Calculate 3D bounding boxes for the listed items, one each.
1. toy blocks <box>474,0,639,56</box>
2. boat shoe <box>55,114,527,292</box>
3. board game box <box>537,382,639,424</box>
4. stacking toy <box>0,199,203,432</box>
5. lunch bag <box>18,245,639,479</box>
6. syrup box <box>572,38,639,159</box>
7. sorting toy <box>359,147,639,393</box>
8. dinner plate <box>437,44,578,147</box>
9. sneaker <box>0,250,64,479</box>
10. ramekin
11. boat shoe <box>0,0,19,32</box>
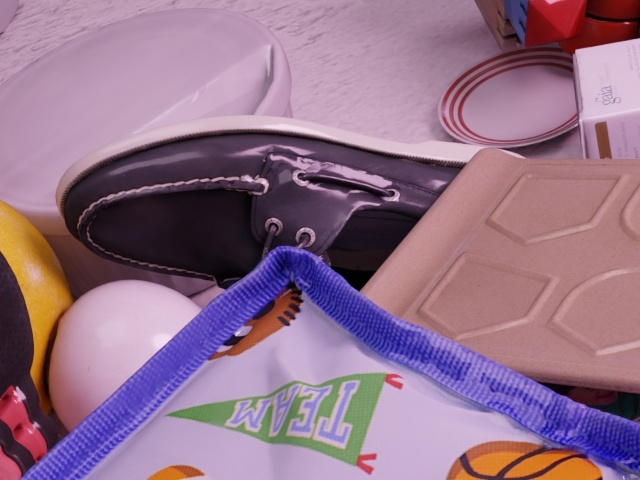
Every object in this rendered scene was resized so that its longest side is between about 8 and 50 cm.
[{"bbox_3d":[0.278,-0.226,1.068,0.382,0.190,0.260,-13,50,-6],"label":"toy blocks"},{"bbox_3d":[-0.001,0.003,0.881,0.340,0.127,0.113,5,50,-21],"label":"boat shoe"},{"bbox_3d":[0.259,0.068,0.736,0.347,0.078,0.233,-30,30,-17],"label":"board game box"},{"bbox_3d":[-0.292,0.052,0.912,0.480,0.350,0.350,7,42,6],"label":"stacking toy"},{"bbox_3d":[-0.036,0.259,0.471,0.239,0.327,0.385,24,54,40],"label":"lunch bag"},{"bbox_3d":[0.302,-0.093,0.936,0.237,0.096,0.093,-9,37,14],"label":"syrup box"},{"bbox_3d":[0.132,0.045,0.742,0.229,0.041,0.307,7,39,34],"label":"sorting toy"},{"bbox_3d":[0.166,-0.115,1.087,0.141,0.017,0.141,-12,38,9],"label":"dinner plate"},{"bbox_3d":[-0.225,0.114,0.758,0.136,0.313,0.116,-19,13,18],"label":"sneaker"},{"bbox_3d":[-0.140,-0.063,1.067,0.273,0.127,0.272,-12,38,10],"label":"ramekin"},{"bbox_3d":[-0.402,-0.222,1.424,0.070,0.077,0.219,-1,33,21],"label":"boat shoe"}]
